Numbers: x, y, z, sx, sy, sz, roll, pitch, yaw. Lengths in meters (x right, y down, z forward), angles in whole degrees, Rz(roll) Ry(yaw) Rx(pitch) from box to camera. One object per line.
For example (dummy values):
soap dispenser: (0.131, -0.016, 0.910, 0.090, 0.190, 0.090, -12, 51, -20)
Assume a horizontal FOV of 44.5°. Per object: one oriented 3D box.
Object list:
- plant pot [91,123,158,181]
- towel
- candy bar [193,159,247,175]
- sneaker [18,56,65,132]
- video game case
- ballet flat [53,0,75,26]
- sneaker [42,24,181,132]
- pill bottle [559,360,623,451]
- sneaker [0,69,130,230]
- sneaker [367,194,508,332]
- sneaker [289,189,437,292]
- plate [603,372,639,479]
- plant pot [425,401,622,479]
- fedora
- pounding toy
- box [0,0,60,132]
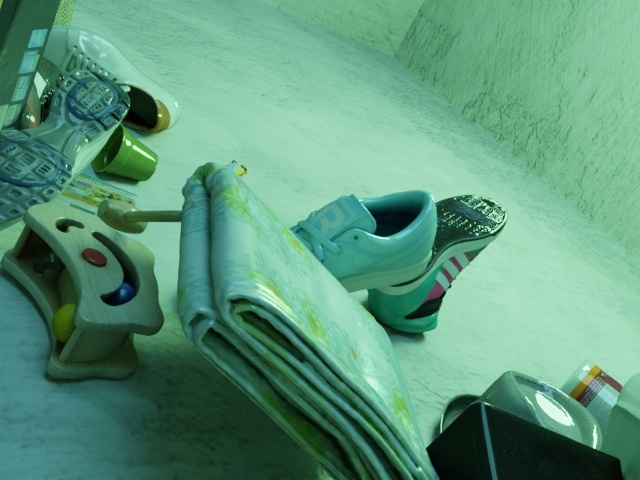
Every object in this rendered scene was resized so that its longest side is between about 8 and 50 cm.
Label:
plant pot: (-0.299, -0.130, 1.219, 0.079, 0.083, 0.083, 26, 20, -41)
towel: (-0.018, 0.089, 0.823, 0.320, 0.090, 0.374, 51, 7, -23)
candy bar: (-0.178, -0.120, 1.414, 0.040, 0.018, 0.161, 34, 23, 8)
sneaker: (-0.445, -0.219, 1.185, 0.135, 0.098, 0.276, 11, 28, -35)
video game case: (-0.319, -0.045, 1.084, 0.119, 0.015, 0.166, 22, 24, -18)
ballet flat: (-0.580, -0.427, 1.346, 0.164, 0.182, 0.483, 33, 23, 4)
sneaker: (-0.388, -0.290, 1.393, 0.290, 0.106, 0.123, 30, 20, -5)
pill bottle: (0.460, 0.297, 1.190, 0.221, 0.121, 0.121, 40, 24, 22)
sneaker: (-0.352, -0.093, 0.996, 0.111, 0.129, 0.297, 38, 47, -2)
sneaker: (0.185, 0.053, 1.285, 0.295, 0.179, 0.124, -29, 56, -31)
sneaker: (0.000, 0.000, 1.071, 0.365, 0.150, 0.135, -17, 47, -27)
plate: (0.330, 0.283, 0.811, 0.045, 0.278, 0.277, 8, -2, 9)
plant pot: (0.187, 0.306, 0.777, 0.188, 0.187, 0.167, 24, 36, -16)
fedora: (0.284, 0.270, 1.024, 0.243, 0.124, 0.275, 27, 22, -8)
pounding toy: (-0.250, 0.012, 0.862, 0.154, 0.155, 0.270, 22, 23, -29)
box: (-0.416, -0.209, 0.813, 0.097, 0.395, 0.318, 30, 21, 5)
